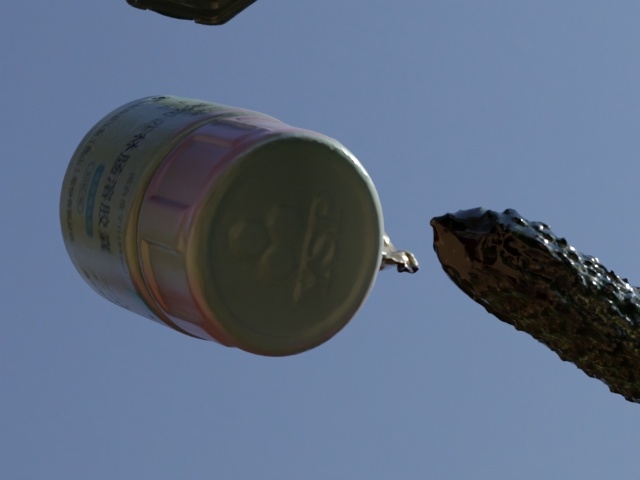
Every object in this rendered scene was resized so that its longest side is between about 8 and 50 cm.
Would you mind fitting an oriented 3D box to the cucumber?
[{"bbox_3d":[0.238,0.066,1.683,0.359,0.096,0.096,32,-50,-27],"label":"cucumber"}]

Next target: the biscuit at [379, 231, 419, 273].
[{"bbox_3d":[0.000,0.000,1.664,0.118,0.061,0.183,-5,-5,25],"label":"biscuit"}]

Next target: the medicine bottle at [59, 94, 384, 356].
[{"bbox_3d":[-0.057,-0.010,1.111,0.135,0.135,0.168,41,-13,-32],"label":"medicine bottle"}]

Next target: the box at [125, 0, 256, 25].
[{"bbox_3d":[-0.077,-0.182,1.279,0.074,0.054,0.099,10,-16,-26],"label":"box"}]
